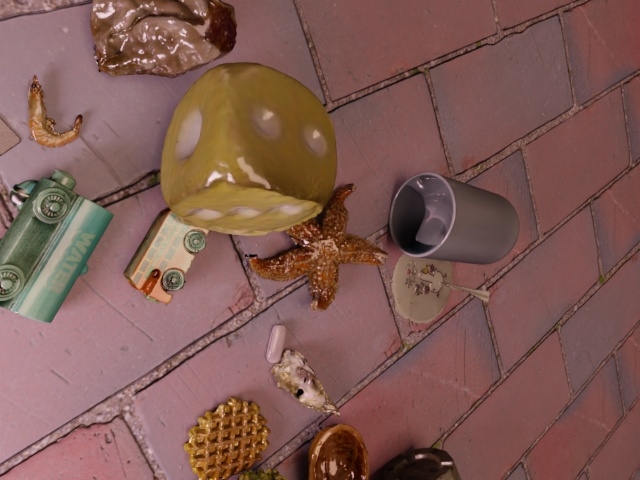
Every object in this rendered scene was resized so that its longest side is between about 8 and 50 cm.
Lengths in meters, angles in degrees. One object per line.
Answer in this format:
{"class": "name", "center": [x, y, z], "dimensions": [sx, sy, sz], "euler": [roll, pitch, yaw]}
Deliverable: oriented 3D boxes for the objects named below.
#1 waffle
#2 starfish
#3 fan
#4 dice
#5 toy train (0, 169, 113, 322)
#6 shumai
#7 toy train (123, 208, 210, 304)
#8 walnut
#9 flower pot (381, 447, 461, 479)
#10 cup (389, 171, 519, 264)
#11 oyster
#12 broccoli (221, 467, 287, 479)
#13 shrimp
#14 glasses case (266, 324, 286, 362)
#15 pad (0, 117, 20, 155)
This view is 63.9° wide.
{"class": "waffle", "center": [-0.189, 0.415, 1.066], "dimensions": [0.191, 0.038, 0.191], "euler": [-4, 97, -34]}
{"class": "starfish", "center": [0.002, -0.002, 1.119], "dimensions": [0.312, 0.113, 0.303], "euler": [-50, 120, -18]}
{"class": "fan", "center": [0.352, 0.125, 1.437], "dimensions": [0.415, 0.012, 0.233], "euler": [12, 89, -35]}
{"class": "dice", "center": [-0.126, -0.147, 0.898], "dimensions": [0.233, 0.238, 0.227], "euler": [16, 65, -39]}
{"class": "toy train", "center": [-0.441, 0.017, 0.820], "dimensions": [0.159, 0.101, 0.248], "euler": [41, 71, -48]}
{"class": "shumai", "center": [-0.254, -0.370, 0.846], "dimensions": [0.218, 0.185, 0.184], "euler": [-19, 106, -33]}
{"class": "toy train", "center": [-0.280, 0.022, 0.942], "dimensions": [0.099, 0.072, 0.188], "euler": [32, 76, -26]}
{"class": "walnut", "center": [0.028, 0.526, 1.202], "dimensions": [0.167, 0.087, 0.211], "euler": [2, 86, -32]}
{"class": "flower pot", "center": [0.278, 0.696, 1.317], "dimensions": [0.290, 0.290, 0.259], "euler": [-20, 94, -32]}
{"class": "cup", "center": [0.352, -0.043, 1.303], "dimensions": [0.312, 0.205, 0.205], "euler": [9, 89, -37]}
{"class": "oyster", "center": [-0.040, 0.332, 1.167], "dimensions": [0.106, 0.061, 0.200], "euler": [-25, 107, -12]}
{"class": "broccoli", "center": [-0.111, 0.574, 1.028], "dimensions": [0.180, 0.273, 0.242], "euler": [-43, 134, -56]}
{"class": "shrimp", "center": [-0.433, -0.210, 0.836], "dimensions": [0.083, 0.023, 0.114], "euler": [-15, 109, -37]}
{"class": "glasses case", "center": [-0.096, 0.225, 1.122], "dimensions": [0.032, 0.021, 0.083], "euler": [14, 87, -38]}
{"class": "pad", "center": [-0.580, -0.140, 0.750], "dimensions": [0.211, 0.003, 0.143], "euler": [-48, 119, -22]}
